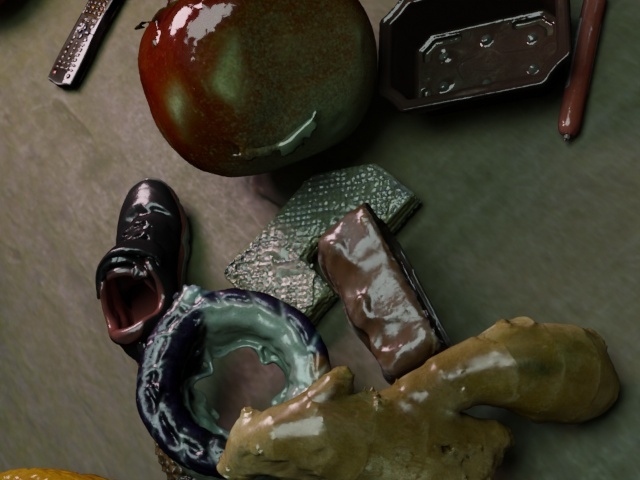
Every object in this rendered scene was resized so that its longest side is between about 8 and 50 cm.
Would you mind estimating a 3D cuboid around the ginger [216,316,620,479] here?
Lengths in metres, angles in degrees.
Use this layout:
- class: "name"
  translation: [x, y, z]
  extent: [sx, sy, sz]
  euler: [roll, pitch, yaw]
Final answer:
- class: "ginger"
  translation: [0.109, 0.198, 1.267]
  extent: [0.348, 0.122, 0.363]
  euler: [31, 91, -7]

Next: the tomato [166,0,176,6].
- class: "tomato"
  translation: [-0.170, -0.325, 1.719]
  extent: [0.099, 0.173, 0.189]
  euler: [10, 32, -7]

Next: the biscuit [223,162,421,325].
- class: "biscuit"
  translation: [0.000, 0.000, 1.541]
  extent: [0.250, 0.046, 0.147]
  euler: [-47, 55, 1]

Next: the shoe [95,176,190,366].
- class: "shoe"
  translation: [-0.241, 0.040, 1.593]
  extent: [0.114, 0.137, 0.291]
  euler: [-20, 59, 17]

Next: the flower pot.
- class: "flower pot"
  translation: [0.203, -0.237, 1.525]
  extent: [0.251, 0.084, 0.179]
  euler: [-9, 64, 25]

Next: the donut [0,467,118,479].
- class: "donut"
  translation: [-0.376, 0.471, 1.449]
  extent: [0.377, 0.163, 0.435]
  euler: [18, 77, 34]

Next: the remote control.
- class: "remote control"
  translation: [-0.360, -0.333, 1.894]
  extent: [0.059, 0.028, 0.212]
  euler: [20, 78, 29]

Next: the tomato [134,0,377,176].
- class: "tomato"
  translation: [-0.080, -0.208, 1.535]
  extent: [0.303, 0.303, 0.239]
  euler: [-20, 91, 18]

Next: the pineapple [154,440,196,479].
- class: "pineapple"
  translation: [-0.155, 0.301, 1.471]
  extent: [0.074, 0.074, 0.159]
  euler: [-28, 59, 14]

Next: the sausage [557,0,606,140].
- class: "sausage"
  translation: [0.322, -0.223, 1.487]
  extent: [0.029, 0.029, 0.223]
  euler: [5, 70, 29]

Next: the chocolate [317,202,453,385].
- class: "chocolate"
  translation: [0.075, 0.071, 1.401]
  extent: [0.093, 0.148, 0.214]
  euler: [-31, 62, 5]

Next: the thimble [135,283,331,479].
- class: "thimble"
  translation: [-0.100, 0.167, 1.410]
  extent: [0.237, 0.150, 0.237]
  euler: [0, 71, 1]

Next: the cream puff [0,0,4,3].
- class: "cream puff"
  translation: [-0.560, -0.487, 1.991]
  extent: [0.240, 0.164, 0.240]
  euler: [-20, 58, 35]
